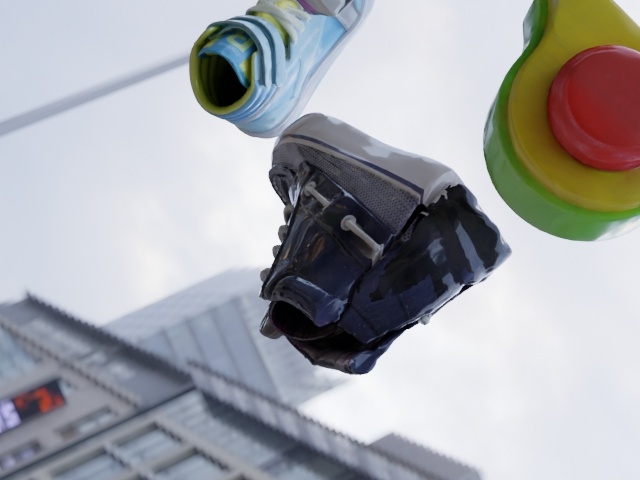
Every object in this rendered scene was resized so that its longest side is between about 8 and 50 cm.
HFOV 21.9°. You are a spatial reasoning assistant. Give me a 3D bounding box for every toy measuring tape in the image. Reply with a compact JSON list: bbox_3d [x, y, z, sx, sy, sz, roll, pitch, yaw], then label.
[{"bbox_3d":[0.107,-0.103,0.929,0.330,0.121,0.121,47,-24,9],"label":"toy measuring tape"}]

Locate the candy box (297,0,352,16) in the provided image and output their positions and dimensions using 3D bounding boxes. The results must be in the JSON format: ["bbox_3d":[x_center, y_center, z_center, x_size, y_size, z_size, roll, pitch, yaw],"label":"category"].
[{"bbox_3d":[0.031,-0.316,1.334,0.159,0.233,0.071,48,-8,-20],"label":"candy box"}]

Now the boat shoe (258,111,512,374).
[{"bbox_3d":[0.000,0.000,1.301,0.127,0.158,0.340,54,-12,-20],"label":"boat shoe"}]

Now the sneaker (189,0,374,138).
[{"bbox_3d":[-0.047,-0.275,2.051,0.127,0.319,0.208,30,10,20],"label":"sneaker"}]

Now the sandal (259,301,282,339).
[{"bbox_3d":[0.011,0.059,1.599,0.060,0.090,0.219,35,-33,-15],"label":"sandal"}]
